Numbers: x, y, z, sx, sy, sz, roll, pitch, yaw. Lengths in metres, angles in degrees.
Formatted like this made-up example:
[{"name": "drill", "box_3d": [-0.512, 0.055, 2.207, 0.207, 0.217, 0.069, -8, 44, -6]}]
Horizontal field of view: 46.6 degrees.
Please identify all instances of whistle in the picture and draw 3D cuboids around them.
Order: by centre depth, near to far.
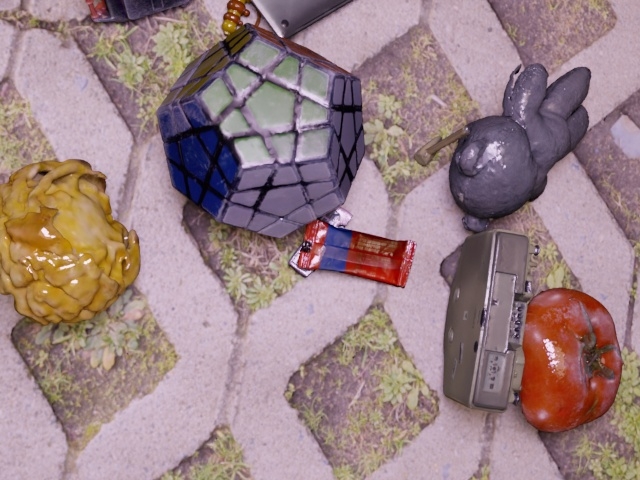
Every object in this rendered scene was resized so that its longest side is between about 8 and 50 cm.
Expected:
[{"name": "whistle", "box_3d": [-0.132, -0.392, 1.252, 0.046, 0.057, 0.109, 17, 91, 39]}]

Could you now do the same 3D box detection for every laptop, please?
[{"name": "laptop", "box_3d": [-0.018, -0.471, 1.255, 0.269, 0.015, 0.187, -36, 89, -22]}]

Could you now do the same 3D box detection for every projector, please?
[{"name": "projector", "box_3d": [0.260, 0.124, 1.166, 0.088, 0.193, 0.269, 10, 85, -6]}]

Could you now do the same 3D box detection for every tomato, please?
[{"name": "tomato", "box_3d": [0.405, 0.193, 1.181, 0.237, 0.095, 0.237, 2, 87, -40]}]

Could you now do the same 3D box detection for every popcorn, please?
[{"name": "popcorn", "box_3d": [-0.371, 0.009, 1.076, 0.190, 0.250, 0.250, -16, 86, 7]}]

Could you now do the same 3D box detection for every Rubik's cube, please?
[{"name": "Rubik's cube", "box_3d": [-0.083, -0.163, 1.112, 0.264, 0.319, 0.319, -27, 88, -37]}]

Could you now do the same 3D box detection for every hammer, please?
[{"name": "hammer", "box_3d": [0.206, -0.162, 1.188, 0.060, 0.195, 0.028, -44, 96, -11]}]

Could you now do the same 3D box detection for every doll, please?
[{"name": "doll", "box_3d": [0.320, -0.162, 1.221, 0.158, 0.246, 0.340, 22, 55, 33]}]

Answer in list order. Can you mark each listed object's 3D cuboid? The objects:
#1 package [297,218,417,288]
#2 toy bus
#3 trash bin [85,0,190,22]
[{"name": "package", "box_3d": [0.062, 0.022, 1.211, 0.200, 0.022, 0.083, 13, 90, -23]}, {"name": "toy bus", "box_3d": [0.000, 0.000, 1.223, 0.052, 0.037, 0.131, 36, 81, 0]}, {"name": "trash bin", "box_3d": [-0.317, -0.483, 1.175, 0.184, 0.161, 0.239, -23, 80, -10]}]
